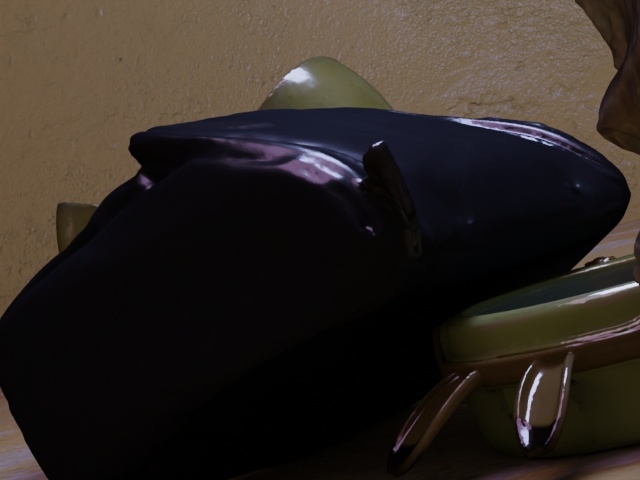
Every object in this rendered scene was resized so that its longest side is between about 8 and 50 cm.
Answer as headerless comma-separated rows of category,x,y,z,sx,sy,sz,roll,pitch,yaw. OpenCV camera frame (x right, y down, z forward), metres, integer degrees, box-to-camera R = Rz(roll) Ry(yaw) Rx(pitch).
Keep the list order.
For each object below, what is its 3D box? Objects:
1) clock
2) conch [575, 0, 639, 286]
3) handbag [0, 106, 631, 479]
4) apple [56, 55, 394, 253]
clock,0.131,0.051,0.609,0.232,0.069,0.170,-16,1,-42
conch,0.196,-0.106,0.459,0.297,0.210,0.352,-50,-20,-26
handbag,-0.002,-0.002,0.734,0.302,0.178,0.275,-12,-29,-52
apple,-0.044,0.019,1.057,0.295,0.233,0.258,-25,-16,4
